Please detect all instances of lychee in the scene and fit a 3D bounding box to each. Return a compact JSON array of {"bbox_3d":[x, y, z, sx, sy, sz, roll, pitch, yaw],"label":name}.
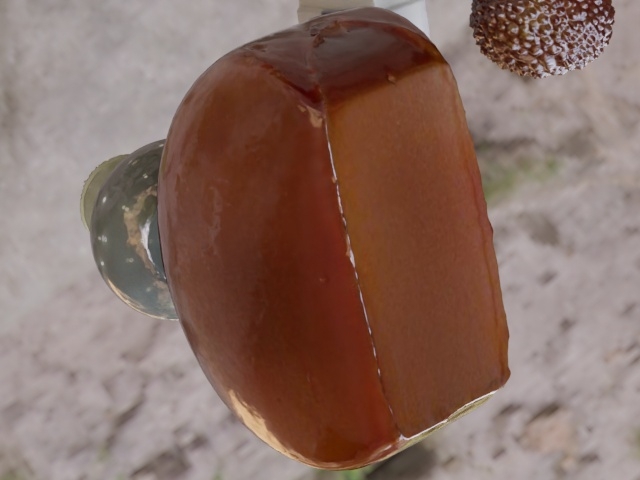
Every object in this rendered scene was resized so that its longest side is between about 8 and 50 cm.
[{"bbox_3d":[0.201,-0.205,1.778,0.123,0.129,0.123,-16,114,-38],"label":"lychee"}]

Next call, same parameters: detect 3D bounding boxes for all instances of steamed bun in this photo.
[{"bbox_3d":[0.000,0.000,1.729,0.235,0.248,0.379,-25,105,-45],"label":"steamed bun"}]

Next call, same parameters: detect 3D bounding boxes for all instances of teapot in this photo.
[{"bbox_3d":[-0.160,-0.021,1.993,0.183,0.251,0.183,-3,99,-20],"label":"teapot"}]

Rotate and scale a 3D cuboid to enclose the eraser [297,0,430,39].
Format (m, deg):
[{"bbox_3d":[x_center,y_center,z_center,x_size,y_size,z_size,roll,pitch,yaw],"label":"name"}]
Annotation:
[{"bbox_3d":[0.055,-0.164,2.063,0.081,0.124,0.279,-23,113,-37],"label":"eraser"}]
